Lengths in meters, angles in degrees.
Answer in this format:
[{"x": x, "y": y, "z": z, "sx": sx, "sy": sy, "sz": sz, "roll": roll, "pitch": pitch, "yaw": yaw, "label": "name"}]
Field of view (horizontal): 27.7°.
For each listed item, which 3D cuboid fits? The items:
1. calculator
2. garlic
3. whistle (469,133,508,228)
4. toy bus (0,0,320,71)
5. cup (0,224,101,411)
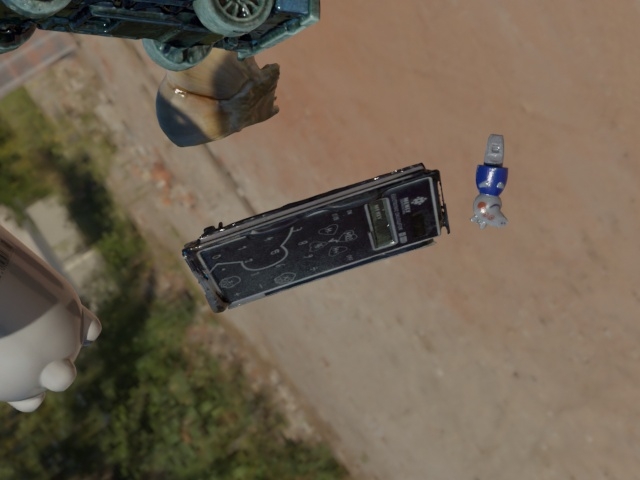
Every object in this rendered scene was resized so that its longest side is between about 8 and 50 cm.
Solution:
[{"x": 0.000, "y": 0.001, "z": 1.364, "sx": 0.165, "sy": 0.274, "sz": 0.028, "roll": 69, "pitch": -177, "yaw": -60, "label": "calculator"}, {"x": -0.115, "y": -0.173, "z": 1.361, "sx": 0.099, "sy": 0.124, "sz": 0.174, "roll": 55, "pitch": 155, "yaw": 33, "label": "garlic"}, {"x": 0.151, "y": -0.051, "z": 1.133, "sx": 0.029, "sy": 0.033, "sz": 0.083, "roll": -91, "pitch": 6, "yaw": -84, "label": "whistle"}, {"x": -0.164, "y": -0.237, "z": 0.945, "sx": 0.152, "sy": 0.312, "sz": 0.190, "roll": -8, "pitch": 81, "yaw": 64, "label": "toy bus"}, {"x": -0.292, "y": 0.091, "z": 1.157, "sx": 0.142, "sy": 0.173, "sz": 0.134, "roll": 42, "pitch": 148, "yaw": -18, "label": "cup"}]
